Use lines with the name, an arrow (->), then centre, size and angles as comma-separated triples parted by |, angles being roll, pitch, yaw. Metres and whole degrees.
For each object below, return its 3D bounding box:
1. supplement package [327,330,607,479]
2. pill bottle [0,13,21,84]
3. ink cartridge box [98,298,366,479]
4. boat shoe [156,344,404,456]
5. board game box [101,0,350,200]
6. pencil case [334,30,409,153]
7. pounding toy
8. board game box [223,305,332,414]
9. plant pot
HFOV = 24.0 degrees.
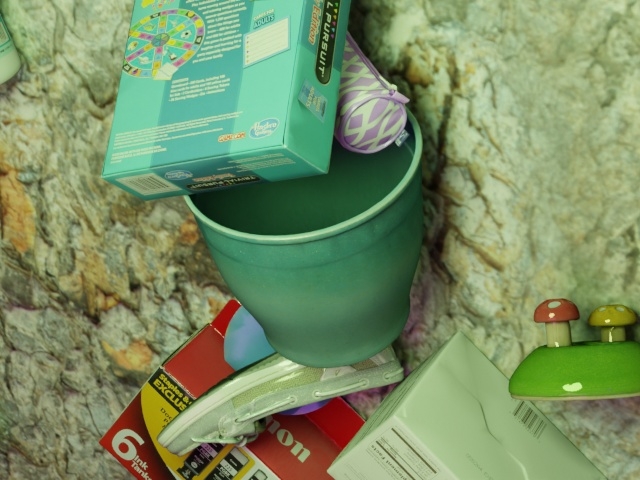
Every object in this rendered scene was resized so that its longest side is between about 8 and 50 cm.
supplement package -> 0.179, 0.283, 1.813 | 0.262, 0.204, 0.145 | 46, 129, 0
pill bottle -> -0.495, -0.311, 1.913 | 0.146, 0.146, 0.264 | -8, 112, 35
ink cartridge box -> -0.103, 0.277, 2.033 | 0.309, 0.130, 0.272 | 42, 129, 3
boat shoe -> -0.054, 0.197, 1.886 | 0.320, 0.118, 0.103 | -28, 90, 2
board game box -> -0.092, -0.223, 1.617 | 0.253, 0.336, 0.079 | -6, 157, 36
pencil case -> 0.021, -0.185, 1.653 | 0.088, 0.086, 0.206 | -55, 47, 25
pounding toy -> 0.322, 0.116, 1.674 | 0.236, 0.183, 0.110 | -5, 88, 33
board game box -> -0.042, 0.143, 1.959 | 0.168, 0.033, 0.133 | 45, 106, 0
plant pot -> 0.000, 0.000, 1.733 | 0.271, 0.272, 0.255 | 11, 136, 26
